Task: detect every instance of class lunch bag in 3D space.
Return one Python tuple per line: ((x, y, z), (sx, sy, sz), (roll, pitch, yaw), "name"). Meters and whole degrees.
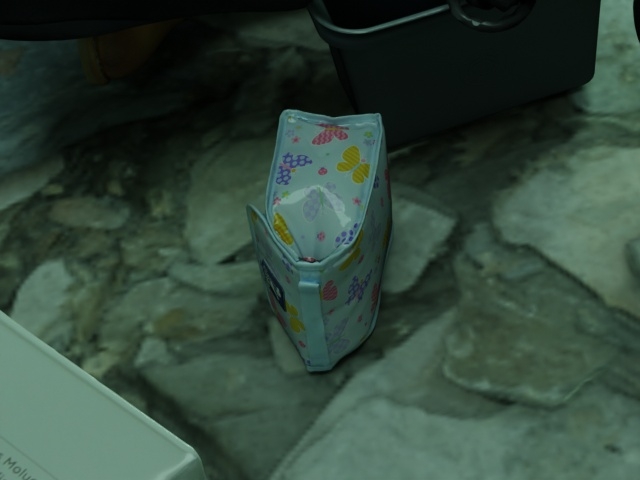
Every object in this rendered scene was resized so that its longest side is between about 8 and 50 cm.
((0.000, 0.000, 0.755), (0.053, 0.071, 0.083), (2, 52, 9), "lunch bag")

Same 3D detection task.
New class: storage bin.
((0.056, -0.104, 0.818), (0.135, 0.091, 0.098), (-18, 50, -6), "storage bin")

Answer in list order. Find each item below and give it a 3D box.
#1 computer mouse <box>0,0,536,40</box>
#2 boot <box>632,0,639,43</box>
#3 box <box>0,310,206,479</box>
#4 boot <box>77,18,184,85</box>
((-0.032, -0.167, 0.786), (0.262, 0.060, 0.184), (0, 52, 11), "computer mouse")
((0.284, -0.098, 0.783), (0.229, 0.091, 0.263), (-33, 61, -27), "boot")
((-0.125, 0.109, 0.616), (0.182, 0.181, 0.119), (31, 63, 29), "box")
((-0.019, -0.140, 0.874), (0.152, 0.073, 0.197), (13, 57, 14), "boot")
